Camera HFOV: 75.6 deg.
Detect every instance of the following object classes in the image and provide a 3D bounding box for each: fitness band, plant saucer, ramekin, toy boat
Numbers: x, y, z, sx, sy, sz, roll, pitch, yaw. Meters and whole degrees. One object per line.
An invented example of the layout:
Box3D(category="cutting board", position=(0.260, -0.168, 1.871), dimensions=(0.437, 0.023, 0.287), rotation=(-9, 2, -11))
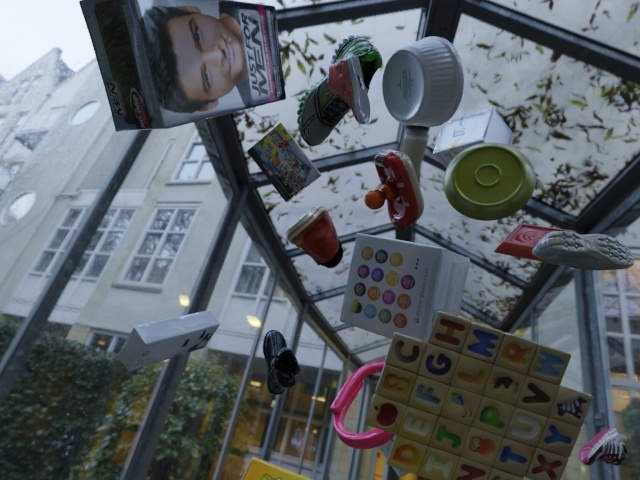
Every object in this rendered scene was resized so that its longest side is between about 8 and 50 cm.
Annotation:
Box3D(category="fitness band", position=(0.154, 0.465, 1.190), dimensions=(0.209, 0.291, 0.054), rotation=(-1, -62, 36))
Box3D(category="plant saucer", position=(0.463, -0.173, 1.140), dimensions=(0.241, 0.241, 0.037), rotation=(3, -17, 21))
Box3D(category="ramekin", position=(0.303, -0.486, 1.289), dimensions=(0.127, 0.273, 0.273), rotation=(-15, -17, -23))
Box3D(category="plant saucer", position=(0.861, 0.002, 1.631), dimensions=(0.259, 0.258, 0.048), rotation=(14, -58, 41))
Box3D(category="toy boat", position=(0.196, -0.137, 1.190), dimensions=(0.231, 0.151, 0.151), rotation=(66, -9, -23))

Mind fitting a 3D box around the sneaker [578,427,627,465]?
Box3D(category="sneaker", position=(0.742, 0.552, 1.072), dimensions=(0.170, 0.075, 0.063), rotation=(-9, -35, -34))

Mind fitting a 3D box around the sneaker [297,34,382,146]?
Box3D(category="sneaker", position=(0.050, -0.429, 1.221), dimensions=(0.134, 0.146, 0.343), rotation=(15, -62, -38))

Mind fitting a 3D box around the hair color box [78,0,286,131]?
Box3D(category="hair color box", position=(-0.207, -0.324, 0.744), dimensions=(0.113, 0.374, 0.185), rotation=(6, -64, 25))

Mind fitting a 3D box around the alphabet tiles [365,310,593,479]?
Box3D(category="alphabet tiles", position=(0.263, 0.286, 0.697), dimensions=(0.342, 0.285, 0.011), rotation=(18, 6, 2))

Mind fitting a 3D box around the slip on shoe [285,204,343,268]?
Box3D(category="slip on shoe", position=(0.000, 0.000, 1.044), dimensions=(0.101, 0.123, 0.331), rotation=(46, -4, 18))

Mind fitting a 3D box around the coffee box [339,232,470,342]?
Box3D(category="coffee box", position=(0.320, 0.180, 1.548), dimensions=(0.334, 0.338, 0.338), rotation=(12, 0, 36))

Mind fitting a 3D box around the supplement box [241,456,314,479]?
Box3D(category="supplement box", position=(0.034, 0.501, 0.612), dimensions=(0.356, 0.195, 0.194), rotation=(2, -42, 30))

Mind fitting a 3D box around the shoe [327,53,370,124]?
Box3D(category="shoe", position=(0.073, -0.387, 1.086), dimensions=(0.081, 0.178, 0.063), rotation=(-8, 8, 35))

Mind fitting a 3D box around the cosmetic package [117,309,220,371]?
Box3D(category="cosmetic package", position=(-0.372, 0.247, 1.043), dimensions=(0.060, 0.099, 0.239), rotation=(41, 20, 23))

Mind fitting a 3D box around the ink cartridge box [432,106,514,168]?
Box3D(category="ink cartridge box", position=(0.610, -0.387, 1.659), dimensions=(0.171, 0.168, 0.232), rotation=(35, -22, -30))

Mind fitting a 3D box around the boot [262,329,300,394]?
Box3D(category="boot", position=(-0.139, 0.412, 1.469), dimensions=(0.094, 0.247, 0.207), rotation=(5, -31, -18))

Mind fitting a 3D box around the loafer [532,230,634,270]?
Box3D(category="loafer", position=(0.825, 0.038, 1.297), dimensions=(0.319, 0.112, 0.111), rotation=(12, -25, -10))

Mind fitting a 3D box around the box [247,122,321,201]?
Box3D(category="box", position=(-0.129, -0.276, 1.475), dimensions=(0.233, 0.159, 0.044), rotation=(53, 10, 0))

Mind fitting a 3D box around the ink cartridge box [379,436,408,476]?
Box3D(category="ink cartridge box", position=(0.313, 0.560, 1.208), dimensions=(0.114, 0.197, 0.273), rotation=(51, -36, 25))
